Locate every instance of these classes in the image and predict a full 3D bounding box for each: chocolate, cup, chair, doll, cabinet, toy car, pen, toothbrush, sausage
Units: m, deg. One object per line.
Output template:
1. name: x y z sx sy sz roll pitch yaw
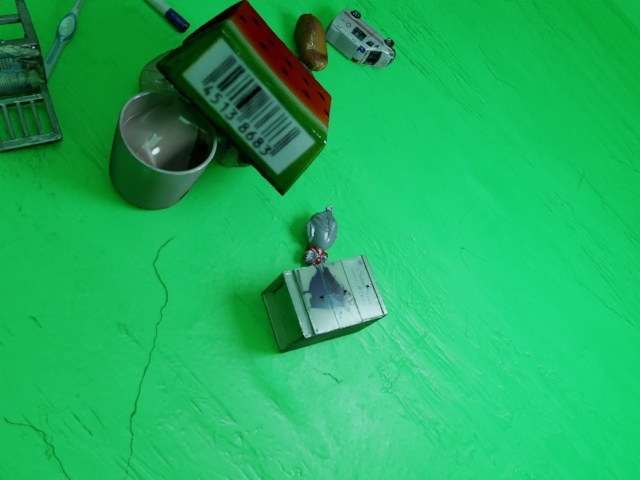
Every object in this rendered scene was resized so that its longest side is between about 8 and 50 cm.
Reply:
1. chocolate: -0.136 -0.327 1.325 0.360 0.161 0.341 45 24 -22
2. cup: -0.327 -0.200 1.285 0.192 0.200 0.252 26 58 -15
3. chair: -0.619 -0.334 1.218 0.136 0.147 0.270 -16 73 -23
4. doll: 0.000 0.000 1.447 0.094 0.079 0.180 23 70 -34
5. cabinet: 0.006 0.137 1.333 0.206 0.150 0.145 -10 72 -31
6. toy car: 0.115 -0.569 1.773 0.210 0.089 0.108 39 55 -4
7. doll: -0.218 -0.217 1.411 0.179 0.089 0.102 29 17 -40
8. pen: -0.437 -0.620 1.535 0.269 0.033 0.033 41 54 -5
9. toothbrush: -0.576 -0.472 1.384 0.040 0.040 0.386 21 59 -18
10. sausage: -0.025 -0.540 1.692 0.089 0.089 0.179 1 70 -28

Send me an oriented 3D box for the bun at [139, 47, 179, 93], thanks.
1. bun: -0.295 -0.361 1.433 0.237 0.116 0.209 -20 78 -33

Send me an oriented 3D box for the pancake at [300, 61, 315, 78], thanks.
1. pancake: -0.115 -0.392 1.595 0.254 0.037 0.253 11 62 -22
